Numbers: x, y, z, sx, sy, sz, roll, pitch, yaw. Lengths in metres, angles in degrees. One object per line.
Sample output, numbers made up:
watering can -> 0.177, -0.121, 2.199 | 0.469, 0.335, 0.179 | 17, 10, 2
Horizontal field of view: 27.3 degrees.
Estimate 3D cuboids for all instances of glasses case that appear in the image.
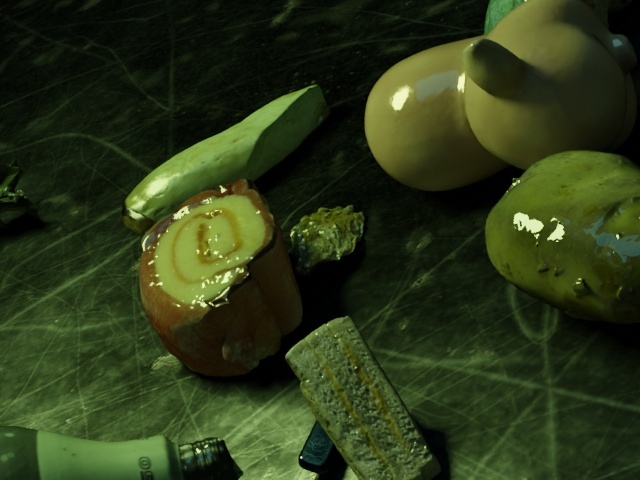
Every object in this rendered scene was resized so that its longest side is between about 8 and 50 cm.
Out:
glasses case -> 0.005, 0.200, 1.312 | 0.033, 0.023, 0.083 | 5, 39, 22

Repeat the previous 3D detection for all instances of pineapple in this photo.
pineapple -> -0.561, -0.031, 1.974 | 0.277, 0.130, 0.119 | -25, 44, 2

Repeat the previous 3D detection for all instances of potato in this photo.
potato -> 0.289, 0.004, 1.276 | 0.191, 0.141, 0.296 | -26, 27, -30

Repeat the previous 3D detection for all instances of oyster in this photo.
oyster -> 0.000, 0.000, 1.600 | 0.121, 0.045, 0.146 | -8, 34, 53

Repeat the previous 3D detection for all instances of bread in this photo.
bread -> 0.041, 0.160, 1.247 | 0.077, 0.105, 0.152 | -29, 39, -13
bread -> -0.115, 0.052, 1.523 | 0.190, 0.123, 0.244 | -29, 31, 1

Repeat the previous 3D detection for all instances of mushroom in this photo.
mushroom -> -0.125, -0.108, 1.799 | 0.333, 0.087, 0.107 | -32, 31, -11

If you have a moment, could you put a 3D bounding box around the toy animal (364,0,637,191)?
toy animal -> 0.204, -0.158, 1.516 | 0.326, 0.237, 0.269 | -23, 23, 16

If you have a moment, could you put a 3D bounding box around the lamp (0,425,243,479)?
lamp -> -0.250, 0.242, 1.297 | 0.314, 0.182, 0.182 | -29, 32, -5

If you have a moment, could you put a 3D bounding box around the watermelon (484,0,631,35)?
watermelon -> 0.291, -0.336, 1.726 | 0.188, 0.175, 0.322 | -2, 39, 33
